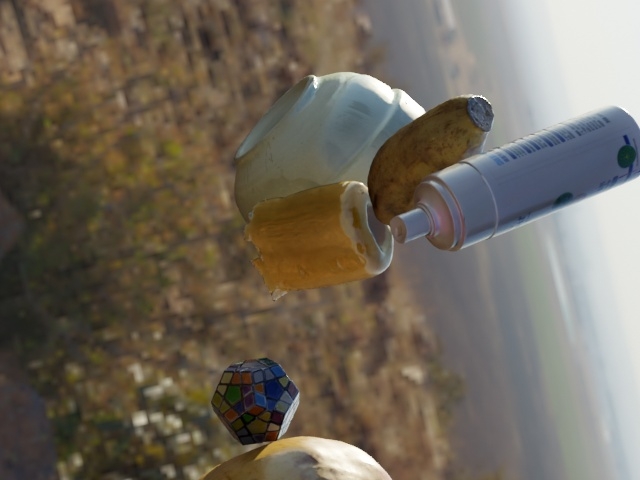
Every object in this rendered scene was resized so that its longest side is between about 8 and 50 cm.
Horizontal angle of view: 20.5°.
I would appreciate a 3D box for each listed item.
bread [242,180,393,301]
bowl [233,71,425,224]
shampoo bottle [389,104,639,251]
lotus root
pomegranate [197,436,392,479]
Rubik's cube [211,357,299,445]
[{"bbox_3d":[-0.001,0.000,2.264,0.085,0.173,0.134,-58,132,-62],"label":"bread"},{"bbox_3d":[-0.008,-0.124,2.519,0.163,0.307,0.307,43,18,-12],"label":"bowl"},{"bbox_3d":[0.208,-0.060,1.900,0.092,0.303,0.092,43,-36,42],"label":"shampoo bottle"},{"bbox_3d":[0.125,-0.099,2.083,0.258,0.097,0.110,-48,-166,53],"label":"lotus root"},{"bbox_3d":[-0.049,0.391,2.060,0.342,0.342,0.342,-13,90,-81],"label":"pomegranate"},{"bbox_3d":[-0.078,0.193,2.119,0.111,0.093,0.111,23,90,-82],"label":"Rubik's cube"}]
